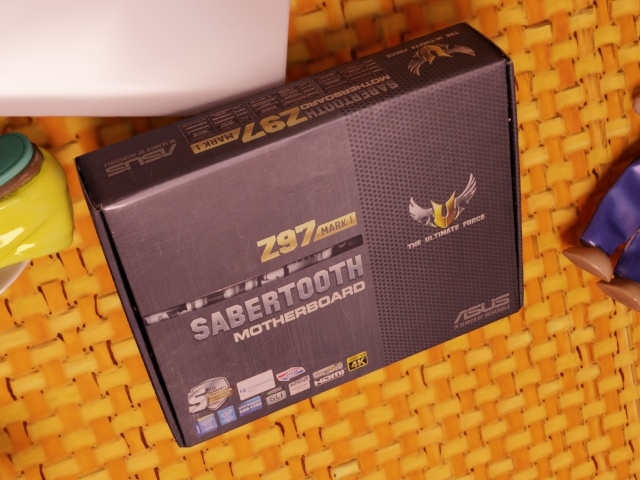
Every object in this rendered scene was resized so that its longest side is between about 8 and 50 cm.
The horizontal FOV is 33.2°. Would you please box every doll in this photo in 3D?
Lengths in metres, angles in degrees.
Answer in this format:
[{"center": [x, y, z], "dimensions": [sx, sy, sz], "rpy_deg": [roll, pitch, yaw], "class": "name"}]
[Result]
[{"center": [0.244, -0.044, 0.709], "dimensions": [0.129, 0.046, 0.189], "rpy_deg": [38, 87, -23], "class": "doll"}]

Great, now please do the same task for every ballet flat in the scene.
[{"center": [-0.233, 0.025, 0.554], "dimensions": [0.231, 0.077, 0.077], "rpy_deg": [-27, 131, -11], "class": "ballet flat"}]

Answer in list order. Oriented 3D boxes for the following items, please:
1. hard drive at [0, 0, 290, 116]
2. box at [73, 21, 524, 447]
[{"center": [-0.185, -0.177, 0.512], "dimensions": [0.353, 0.047, 0.233], "rpy_deg": [-2, 109, -18], "class": "hard drive"}, {"center": [0.000, 0.000, 0.607], "dimensions": [0.232, 0.059, 0.183], "rpy_deg": [-21, 129, -13], "class": "box"}]
